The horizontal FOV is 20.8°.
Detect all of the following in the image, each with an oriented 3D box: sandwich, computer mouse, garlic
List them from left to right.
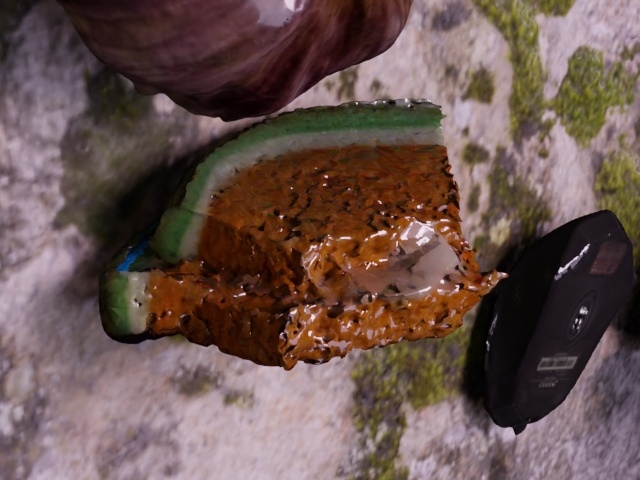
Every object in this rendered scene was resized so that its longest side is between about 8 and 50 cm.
[{"bbox_3d":[-0.021,-0.170,0.826,0.245,0.160,0.245,-23,123,-41],"label":"garlic"},{"bbox_3d":[-0.010,-0.006,0.924,0.235,0.159,0.079,-13,122,-22],"label":"sandwich"},{"bbox_3d":[0.154,0.051,1.197,0.099,0.057,0.172,3,115,-50],"label":"computer mouse"}]
